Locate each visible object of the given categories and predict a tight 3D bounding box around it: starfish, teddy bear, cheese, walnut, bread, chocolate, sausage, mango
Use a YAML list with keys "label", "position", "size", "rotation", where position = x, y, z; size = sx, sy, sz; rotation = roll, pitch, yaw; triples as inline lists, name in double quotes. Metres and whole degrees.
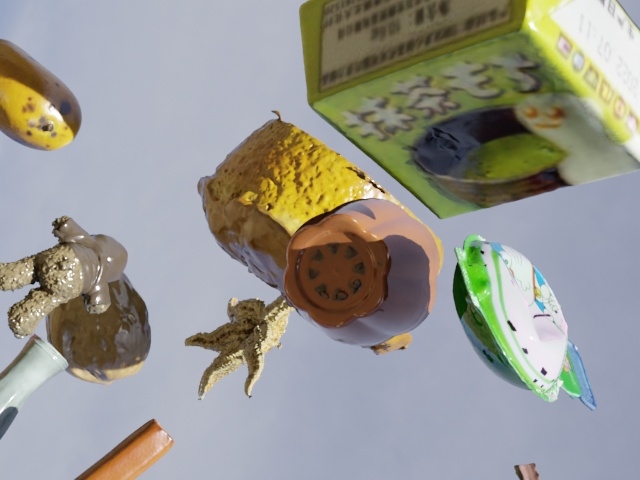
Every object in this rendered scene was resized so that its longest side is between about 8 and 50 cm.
- label: "starfish"
  position: [-0.133, 0.180, 2.063]
  size: [0.293, 0.084, 0.301]
  rotation: [-20, -144, 46]
- label: "teddy bear"
  position: [-0.284, 0.034, 1.335]
  size: [0.160, 0.119, 0.078]
  rotation: [-27, 180, -37]
- label: "cheese"
  position: [0.235, 0.100, 1.333]
  size: [0.083, 0.320, 0.204]
  rotation: [-30, -130, 23]
- label: "walnut"
  position: [-0.303, 0.116, 1.615]
  size: [0.166, 0.149, 0.166]
  rotation: [8, -77, 35]
- label: "bread"
  position: [0.000, 0.000, 1.778]
  size: [0.215, 0.398, 0.398]
  rotation: [-53, -147, -4]
- label: "chocolate"
  position: [0.167, -0.159, 1.215]
  size: [0.301, 0.289, 0.137]
  rotation: [-16, -129, 37]
- label: "sausage"
  position: [-0.215, 0.243, 1.268]
  size: [0.131, 0.041, 0.039]
  rotation: [-38, -166, -16]
- label: "mango"
  position: [-0.350, -0.174, 1.381]
  size: [0.090, 0.115, 0.178]
  rotation: [-46, -110, 8]

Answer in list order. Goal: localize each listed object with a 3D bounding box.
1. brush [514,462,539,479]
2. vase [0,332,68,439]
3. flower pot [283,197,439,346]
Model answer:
- label: "brush"
  position: [0.293, 0.392, 1.464]
  size: [0.301, 0.084, 0.071]
  rotation: [-107, -158, -51]
- label: "vase"
  position: [-0.389, 0.202, 1.388]
  size: [0.214, 0.086, 0.086]
  rotation: [-46, -150, -18]
- label: "flower pot"
  position: [0.039, 0.035, 1.424]
  size: [0.190, 0.173, 0.190]
  rotation: [-1, -94, 15]
